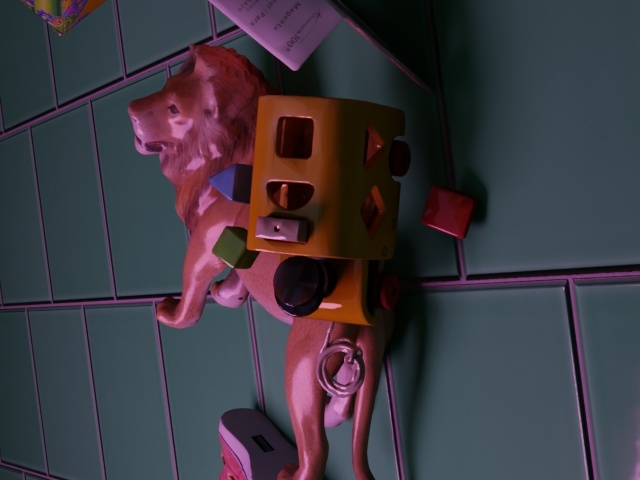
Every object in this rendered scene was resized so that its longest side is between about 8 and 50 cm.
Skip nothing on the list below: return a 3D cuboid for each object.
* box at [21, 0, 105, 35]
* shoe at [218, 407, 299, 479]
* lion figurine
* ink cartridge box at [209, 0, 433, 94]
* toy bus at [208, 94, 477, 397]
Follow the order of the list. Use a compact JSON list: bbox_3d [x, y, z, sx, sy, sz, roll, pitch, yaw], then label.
[{"bbox_3d":[-0.273,-0.392,1.270,0.290,0.177,0.279,44,160,7],"label":"box"},{"bbox_3d":[-0.050,0.233,1.325,0.178,0.064,0.081,-137,45,-57],"label":"shoe"},{"bbox_3d":[-0.026,0.023,1.184,0.392,0.142,0.240,44,128,29],"label":"lion figurine"},{"bbox_3d":[-0.062,-0.213,1.064,0.060,0.239,0.275,-46,45,7],"label":"ink cartridge box"},{"bbox_3d":[-0.004,-0.012,1.033,0.191,0.104,0.202,-45,68,21],"label":"toy bus"}]
